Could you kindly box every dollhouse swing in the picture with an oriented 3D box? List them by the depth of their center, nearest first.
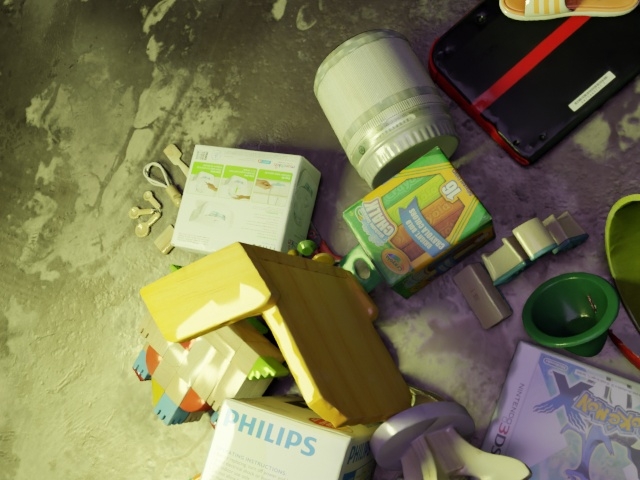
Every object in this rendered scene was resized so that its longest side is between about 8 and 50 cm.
[{"bbox_3d":[-0.065,0.195,1.111,0.315,0.347,0.305,-25,68,26],"label":"dollhouse swing"}]

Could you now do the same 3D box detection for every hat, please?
[{"bbox_3d":[0.498,0.189,1.200,0.173,0.183,0.208,-31,29,13],"label":"hat"}]

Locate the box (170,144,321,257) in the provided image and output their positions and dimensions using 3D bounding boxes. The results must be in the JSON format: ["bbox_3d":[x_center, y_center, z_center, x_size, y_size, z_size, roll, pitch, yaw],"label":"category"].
[{"bbox_3d":[-0.159,-0.070,1.385,0.262,0.127,0.231,8,82,22],"label":"box"}]

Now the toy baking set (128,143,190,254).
[{"bbox_3d":[-0.351,-0.098,1.508,0.197,0.030,0.256,18,84,19],"label":"toy baking set"}]

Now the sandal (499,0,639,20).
[{"bbox_3d":[0.490,-0.496,1.267,0.265,0.076,0.102,4,81,15],"label":"sandal"}]

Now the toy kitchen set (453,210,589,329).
[{"bbox_3d":[0.398,0.056,1.239,0.207,0.166,0.122,-46,64,42],"label":"toy kitchen set"}]

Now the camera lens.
[{"bbox_3d":[0.128,-0.265,1.302,0.219,0.219,0.274,-29,72,9],"label":"camera lens"}]

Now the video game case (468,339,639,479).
[{"bbox_3d":[0.470,0.377,1.161,0.329,0.036,0.300,20,84,19],"label":"video game case"}]

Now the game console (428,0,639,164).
[{"bbox_3d":[0.453,-0.390,1.329,0.386,0.060,0.342,-41,74,5],"label":"game console"}]

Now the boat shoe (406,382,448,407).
[{"bbox_3d":[0.175,0.310,1.228,0.190,0.072,0.068,22,85,6],"label":"boat shoe"}]

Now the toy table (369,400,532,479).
[{"bbox_3d":[0.208,0.388,1.088,0.252,0.274,0.161,-44,51,20],"label":"toy table"}]

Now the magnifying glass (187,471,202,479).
[{"bbox_3d":[-0.278,0.511,1.333,0.231,0.092,0.026,-30,68,-3],"label":"magnifying glass"}]

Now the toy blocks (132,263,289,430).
[{"bbox_3d":[-0.256,0.258,1.326,0.381,0.191,0.261,36,99,30],"label":"toy blocks"}]

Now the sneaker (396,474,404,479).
[{"bbox_3d":[0.209,0.492,1.202,0.158,0.061,0.064,21,92,21],"label":"sneaker"}]

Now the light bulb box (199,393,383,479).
[{"bbox_3d":[-0.058,0.473,1.125,0.225,0.358,0.361,14,81,17],"label":"light bulb box"}]

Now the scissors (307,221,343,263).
[{"bbox_3d":[0.000,0.000,1.392,0.109,0.021,0.297,-17,73,15],"label":"scissors"}]

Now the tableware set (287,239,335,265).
[{"bbox_3d":[-0.008,0.060,1.302,0.104,0.154,0.024,-37,34,23],"label":"tableware set"}]

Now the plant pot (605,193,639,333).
[{"bbox_3d":[0.720,0.030,1.025,0.353,0.366,0.366,-23,72,-2],"label":"plant pot"}]

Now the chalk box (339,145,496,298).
[{"bbox_3d":[0.168,-0.009,1.257,0.289,0.179,0.180,-36,70,6],"label":"chalk box"}]
